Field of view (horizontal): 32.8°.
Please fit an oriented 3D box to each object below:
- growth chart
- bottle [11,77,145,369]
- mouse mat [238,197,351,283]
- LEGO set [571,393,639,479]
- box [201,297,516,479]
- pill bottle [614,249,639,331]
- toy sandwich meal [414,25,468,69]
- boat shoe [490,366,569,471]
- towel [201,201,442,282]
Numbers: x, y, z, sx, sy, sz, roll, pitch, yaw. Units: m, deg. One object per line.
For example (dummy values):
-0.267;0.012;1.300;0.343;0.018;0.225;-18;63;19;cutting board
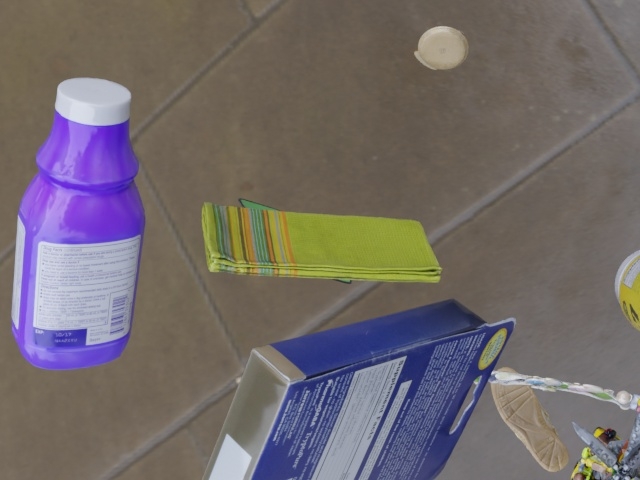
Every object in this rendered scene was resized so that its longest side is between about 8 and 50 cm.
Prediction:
0.286;0.185;1.387;0.237;0.172;0.021;7;81;27;growth chart
-0.228;-0.013;1.036;0.092;0.118;0.283;47;134;48;bottle
-0.038;0.002;1.683;0.007;0.189;0.153;-46;59;17;mouse mat
0.303;0.299;0.862;0.331;0.192;0.255;42;121;24;LEGO set
0.023;0.108;0.638;0.036;0.225;0.136;36;116;32;box
0.429;0.071;1.309;0.119;0.208;0.119;0;97;2;pill bottle
0.187;-0.296;1.660;0.085;0.029;0.086;6;134;6;toy sandwich meal
0.309;0.269;1.626;0.063;0.059;0.170;-30;79;1;boat shoe
0.000;0.000;1.092;0.102;0.237;0.021;-105;24;-50;towel
